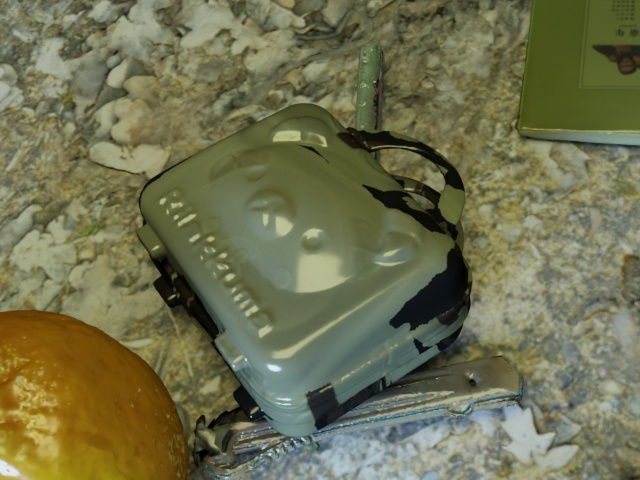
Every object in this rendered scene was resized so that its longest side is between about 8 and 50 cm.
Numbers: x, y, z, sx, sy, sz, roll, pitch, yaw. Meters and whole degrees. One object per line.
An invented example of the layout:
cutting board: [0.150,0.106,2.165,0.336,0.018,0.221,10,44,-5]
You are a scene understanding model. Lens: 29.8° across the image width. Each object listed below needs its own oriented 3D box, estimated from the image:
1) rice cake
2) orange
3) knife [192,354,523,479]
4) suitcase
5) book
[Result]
rice cake: [0.061,-0.162,1.516,0.033,0.033,0.208,-2,59,10]
orange: [-0.298,0.226,1.181,0.340,0.293,0.341,-3,58,5]
knife: [0.042,0.190,1.302,0.365,0.043,0.089,-12,58,-1]
suitcase: [0.000,0.000,1.320,0.339,0.194,0.351,-29,53,-15]
book: [0.385,-0.271,1.533,0.239,0.035,0.352,5,60,13]
